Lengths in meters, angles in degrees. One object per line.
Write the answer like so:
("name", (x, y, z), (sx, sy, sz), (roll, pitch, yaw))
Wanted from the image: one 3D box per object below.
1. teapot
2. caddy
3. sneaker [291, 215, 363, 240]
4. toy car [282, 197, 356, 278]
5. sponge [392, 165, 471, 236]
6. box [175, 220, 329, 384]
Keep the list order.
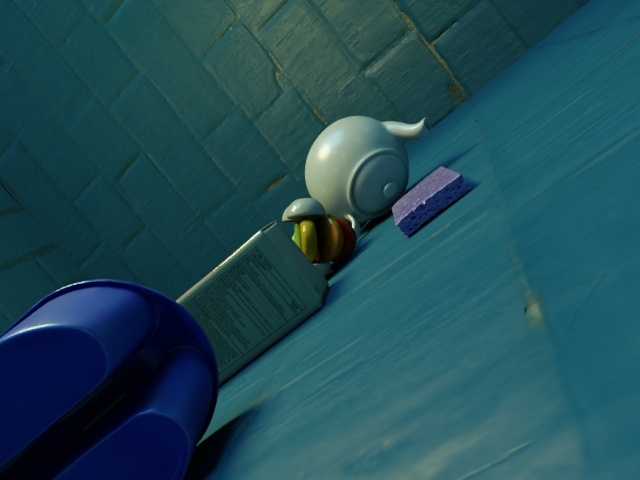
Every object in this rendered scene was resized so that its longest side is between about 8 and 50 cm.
("teapot", (0.098, -0.134, 1.140), (0.252, 0.256, 0.187), (-19, 36, -21))
("caddy", (-0.272, 0.199, 0.560), (0.341, 0.241, 0.179), (-39, 9, 2))
("sneaker", (0.008, -0.029, 1.281), (0.295, 0.109, 0.123), (-37, -4, -43))
("toy car", (0.000, 0.000, 1.033), (0.136, 0.159, 0.182), (-5, -2, -11))
("sponge", (0.171, -0.068, 0.847), (0.117, 0.031, 0.210), (-39, 5, 11))
("box", (-0.122, 0.100, 0.853), (0.232, 0.149, 0.127), (-38, 4, 12))
